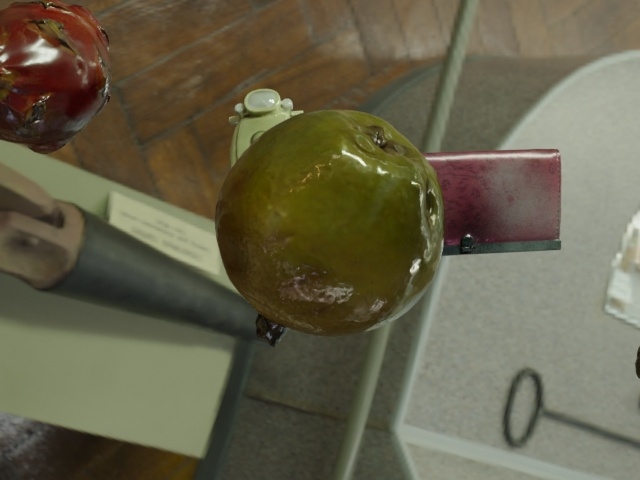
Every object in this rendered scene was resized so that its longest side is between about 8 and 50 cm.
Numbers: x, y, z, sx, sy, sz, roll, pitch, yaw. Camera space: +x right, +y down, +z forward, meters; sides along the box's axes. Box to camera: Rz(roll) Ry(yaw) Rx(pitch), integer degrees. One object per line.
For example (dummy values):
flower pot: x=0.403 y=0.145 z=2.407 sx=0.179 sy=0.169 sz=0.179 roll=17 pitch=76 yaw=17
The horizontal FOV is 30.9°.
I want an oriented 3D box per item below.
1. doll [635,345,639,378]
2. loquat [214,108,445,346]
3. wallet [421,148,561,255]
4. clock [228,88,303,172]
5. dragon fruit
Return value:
doll: x=0.490 y=0.185 z=1.247 sx=0.286 sy=0.203 sz=0.091 roll=40 pitch=54 yaw=-29
loquat: x=0.000 y=0.000 z=1.078 sx=0.213 sy=0.213 sz=0.246 roll=2 pitch=130 yaw=-43
wallet: x=0.164 y=-0.042 z=1.321 sx=0.232 sy=0.025 sz=0.119 roll=-3 pitch=99 yaw=-12
clock: x=-0.074 y=-0.086 z=1.888 sx=0.379 sy=0.120 sz=0.276 roll=64 pitch=22 yaw=-78
dragon fruit: x=-0.255 y=-0.138 z=0.945 sx=0.125 sy=0.125 sz=0.246 roll=60 pitch=18 yaw=8
